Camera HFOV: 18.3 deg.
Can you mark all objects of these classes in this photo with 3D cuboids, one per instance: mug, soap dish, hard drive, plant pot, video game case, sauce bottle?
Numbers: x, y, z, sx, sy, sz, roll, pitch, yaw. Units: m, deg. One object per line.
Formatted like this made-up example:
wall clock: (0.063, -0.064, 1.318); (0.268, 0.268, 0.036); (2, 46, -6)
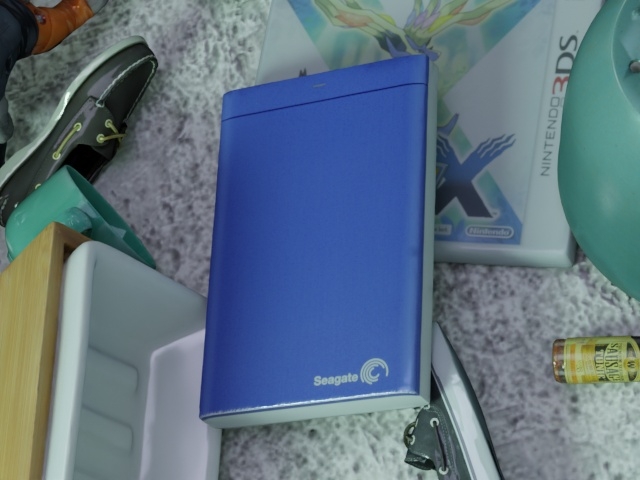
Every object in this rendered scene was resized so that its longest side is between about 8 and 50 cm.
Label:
mug: (-0.236, 0.003, 1.836); (0.097, 0.158, 0.129); (-41, 51, 3)
soap dish: (-0.190, 0.160, 1.725); (0.118, 0.229, 0.291); (-13, 63, 32)
hard drive: (0.000, 0.000, 1.765); (0.210, 0.040, 0.319); (-9, 64, 26)
plant pot: (0.334, -0.107, 1.630); (0.293, 0.235, 0.293); (-4, 68, 9)
video game case: (0.092, -0.125, 1.850); (0.329, 0.036, 0.300); (3, 69, 20)
sauce bottle: (0.262, 0.100, 1.693); (0.128, 0.042, 0.042); (-5, 66, 18)

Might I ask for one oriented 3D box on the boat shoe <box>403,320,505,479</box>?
boat shoe: (0.108, 0.181, 1.696); (0.076, 0.080, 0.229); (-21, 70, 7)

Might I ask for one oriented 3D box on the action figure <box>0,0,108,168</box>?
action figure: (-0.355, -0.231, 1.881); (0.178, 0.341, 0.330); (-17, 38, 50)

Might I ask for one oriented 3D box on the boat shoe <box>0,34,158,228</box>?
boat shoe: (-0.228, -0.095, 1.923); (0.068, 0.081, 0.228); (41, 92, 25)
